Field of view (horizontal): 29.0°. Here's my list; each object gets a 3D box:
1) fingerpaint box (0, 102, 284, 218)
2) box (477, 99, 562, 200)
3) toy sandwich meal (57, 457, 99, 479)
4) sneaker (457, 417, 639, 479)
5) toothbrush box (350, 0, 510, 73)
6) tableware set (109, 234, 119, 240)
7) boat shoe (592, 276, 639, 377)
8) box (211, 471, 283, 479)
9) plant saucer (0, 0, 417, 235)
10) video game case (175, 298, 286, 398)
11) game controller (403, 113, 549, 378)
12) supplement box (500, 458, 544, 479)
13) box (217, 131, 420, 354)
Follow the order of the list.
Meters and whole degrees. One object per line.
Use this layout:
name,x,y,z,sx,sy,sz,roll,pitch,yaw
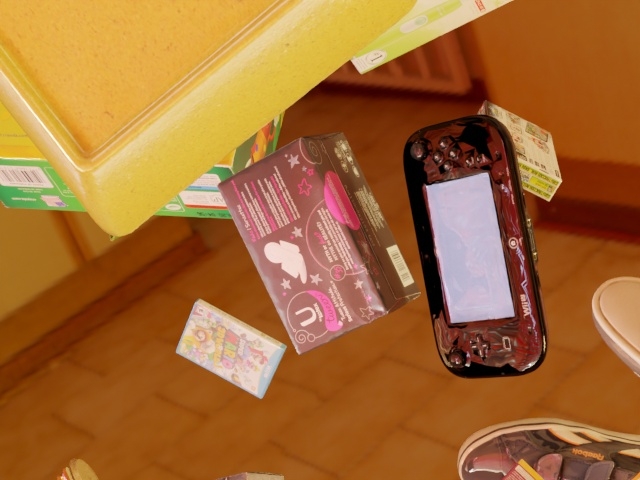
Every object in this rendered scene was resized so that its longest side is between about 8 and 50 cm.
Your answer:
fingerpaint box,-0.286,-0.233,1.992,0.445,0.163,0.371,3,60,16
box,0.278,-0.131,1.759,0.114,0.036,0.207,26,23,-5
toy sandwich meal,-0.341,0.348,1.765,0.029,0.085,0.085,-33,25,3
sneaker,0.332,0.305,1.548,0.321,0.126,0.127,1,27,7
toothbrush box,0.128,-0.389,1.739,0.283,0.206,0.122,-25,55,13
tableware set,-0.226,-0.081,1.400,0.024,0.154,0.104,9,18,-20
boat shoe,0.417,0.153,1.233,0.335,0.095,0.112,28,58,23
box,-0.116,0.404,1.487,0.183,0.056,0.231,-26,58,49
plant saucer,-0.151,-0.211,0.922,0.333,0.333,0.081,-37,5,18
video game case,-0.149,0.180,2.047,0.166,0.119,0.015,28,34,5
game controller,0.190,0.010,1.512,0.067,0.319,0.166,-11,0,-36
supplement box,0.210,0.291,1.361,0.083,0.043,0.055,-41,75,-18
box,0.000,0.000,1.619,0.142,0.247,0.163,-26,-3,21
